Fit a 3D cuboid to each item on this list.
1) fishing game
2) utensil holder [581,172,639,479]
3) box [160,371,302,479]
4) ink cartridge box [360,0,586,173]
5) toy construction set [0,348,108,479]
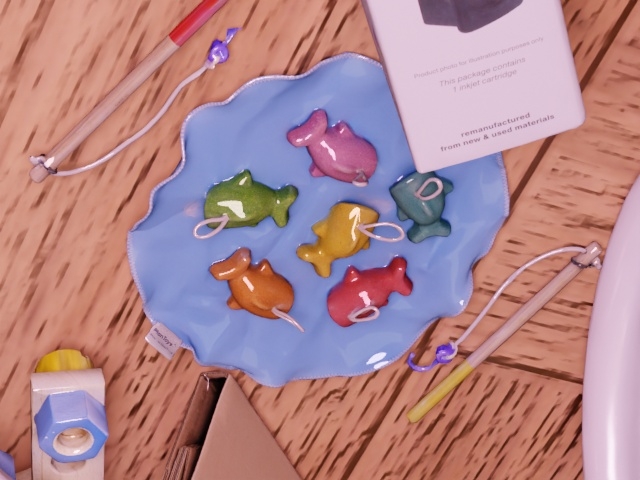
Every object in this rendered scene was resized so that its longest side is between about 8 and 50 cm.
[{"bbox_3d":[0.000,0.000,0.913,0.189,0.041,0.264,-41,125,15],"label":"fishing game"},{"bbox_3d":[0.361,0.098,0.900,0.386,0.327,0.327,-2,127,-16],"label":"utensil holder"},{"bbox_3d":[-0.032,0.189,0.978,0.021,0.164,0.201,-7,134,27],"label":"box"},{"bbox_3d":[0.040,-0.137,0.760,0.072,0.127,0.175,-17,128,3],"label":"ink cartridge box"},{"bbox_3d":[-0.144,0.221,0.990,0.215,0.151,0.327,-23,118,4],"label":"toy construction set"}]
